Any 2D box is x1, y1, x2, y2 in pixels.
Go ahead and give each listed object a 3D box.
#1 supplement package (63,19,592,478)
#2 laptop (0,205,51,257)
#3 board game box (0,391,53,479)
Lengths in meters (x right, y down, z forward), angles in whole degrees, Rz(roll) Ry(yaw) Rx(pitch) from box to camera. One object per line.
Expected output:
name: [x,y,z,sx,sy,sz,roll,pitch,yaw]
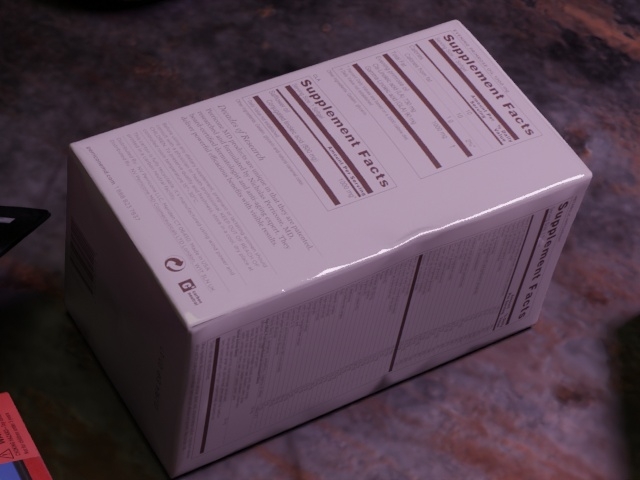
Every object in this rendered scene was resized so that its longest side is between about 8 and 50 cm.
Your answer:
supplement package: [0.000,0.000,0.899,0.244,0.139,0.134,-20,56,-25]
laptop: [-0.289,0.079,0.837,0.234,0.136,0.264,4,73,13]
board game box: [-0.145,0.164,0.630,0.145,0.027,0.281,-11,38,-25]
